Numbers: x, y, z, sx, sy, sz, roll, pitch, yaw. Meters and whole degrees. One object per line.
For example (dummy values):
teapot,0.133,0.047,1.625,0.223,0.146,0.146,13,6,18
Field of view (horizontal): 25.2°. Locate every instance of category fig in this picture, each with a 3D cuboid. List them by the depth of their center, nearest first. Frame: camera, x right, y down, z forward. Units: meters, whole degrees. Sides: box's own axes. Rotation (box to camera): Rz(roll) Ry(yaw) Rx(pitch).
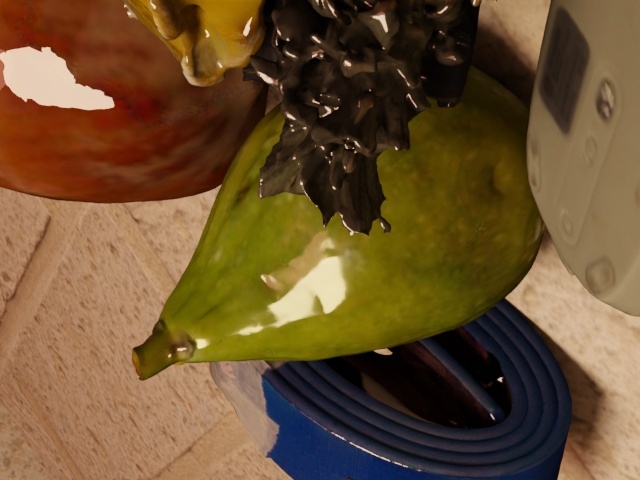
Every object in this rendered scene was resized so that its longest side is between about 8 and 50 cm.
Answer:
fig,0.007,-0.026,1.061,0.233,0.314,0.233,174,90,-80

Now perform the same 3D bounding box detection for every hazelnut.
hazelnut,-0.211,-0.191,1.251,0.366,0.366,0.365,40,147,33

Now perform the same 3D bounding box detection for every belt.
belt,0.049,0.112,1.201,0.347,0.212,0.117,37,147,29

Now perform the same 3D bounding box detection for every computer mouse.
computer mouse,0.206,-0.095,0.855,0.331,0.095,0.197,98,158,-54

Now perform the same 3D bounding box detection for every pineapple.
pineapple,0.054,-0.182,0.808,0.202,0.202,0.362,31,116,44

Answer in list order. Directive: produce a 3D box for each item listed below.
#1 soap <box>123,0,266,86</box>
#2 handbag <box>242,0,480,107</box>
soap,-0.033,-0.307,0.945,0.169,0.339,0.304,47,177,29
handbag,0.037,-0.200,0.984,0.254,0.089,0.211,13,88,52
